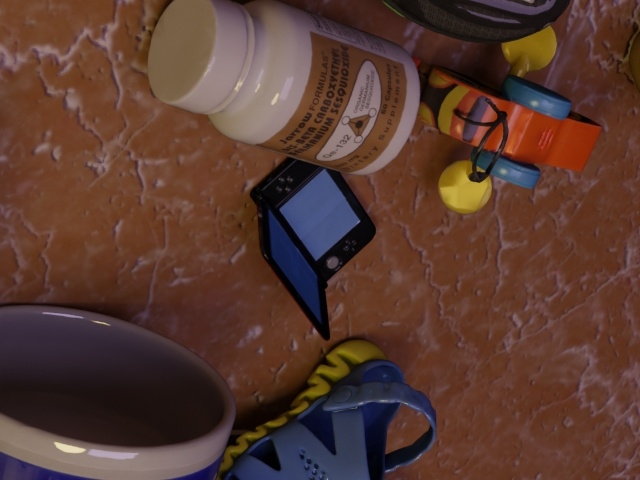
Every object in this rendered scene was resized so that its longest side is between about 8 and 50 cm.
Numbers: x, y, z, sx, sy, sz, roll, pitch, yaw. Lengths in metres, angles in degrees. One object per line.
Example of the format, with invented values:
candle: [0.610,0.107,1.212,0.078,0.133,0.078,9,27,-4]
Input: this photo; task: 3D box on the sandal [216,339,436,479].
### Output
sandal: [0.001,0.224,1.877,0.317,0.138,0.126,-49,131,-26]

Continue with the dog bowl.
dog bowl: [-0.213,0.159,1.657,0.265,0.265,0.104,2,114,-35]

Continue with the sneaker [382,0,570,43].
sneaker: [0.088,-0.325,1.653,0.185,0.202,0.483,-48,131,-4]

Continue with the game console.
game console: [0.000,0.000,1.840,0.124,0.085,0.144,-42,131,-9]

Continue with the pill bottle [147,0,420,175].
pill bottle: [-0.033,-0.144,1.711,0.229,0.131,0.131,15,104,-39]

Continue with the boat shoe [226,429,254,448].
boat shoe: [-0.143,0.258,1.882,0.233,0.079,0.084,-21,122,-27]

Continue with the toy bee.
toy bee: [0.161,-0.135,1.860,0.195,0.162,0.298,-57,156,-7]

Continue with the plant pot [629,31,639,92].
plant pot: [0.380,-0.184,2.000,0.134,0.095,0.134,-15,121,-27]
